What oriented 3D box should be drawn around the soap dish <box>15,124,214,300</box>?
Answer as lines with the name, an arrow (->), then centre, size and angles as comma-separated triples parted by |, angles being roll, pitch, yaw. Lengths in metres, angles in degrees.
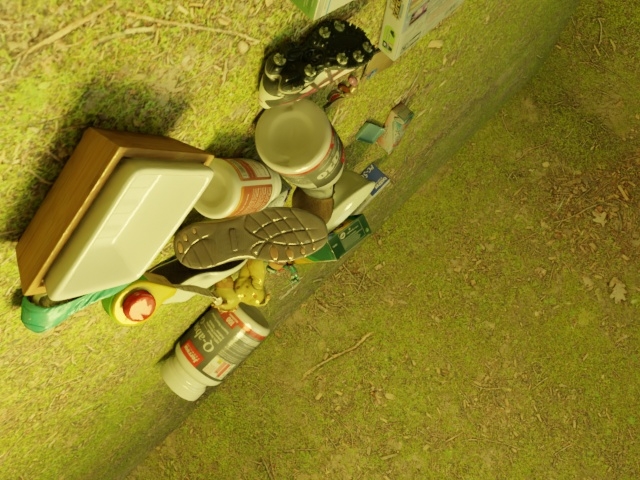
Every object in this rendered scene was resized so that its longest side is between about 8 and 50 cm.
soap dish -> -0.327, -0.048, 0.890 | 0.291, 0.118, 0.229 | -49, 168, 19

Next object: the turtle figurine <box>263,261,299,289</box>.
turtle figurine -> -0.149, 0.076, 1.951 | 0.175, 0.118, 0.234 | 9, 137, -23

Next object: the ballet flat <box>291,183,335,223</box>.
ballet flat -> 0.000, -0.157, 1.493 | 0.342, 0.116, 0.124 | -70, 178, -58

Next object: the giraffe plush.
giraffe plush -> -0.262, 0.153, 1.747 | 0.170, 0.210, 0.181 | -9, 158, -19

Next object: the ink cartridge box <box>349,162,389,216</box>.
ink cartridge box -> 0.159, -0.188, 2.131 | 0.207, 0.097, 0.046 | -46, 168, 0

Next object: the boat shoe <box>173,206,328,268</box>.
boat shoe -> -0.163, -0.017, 1.316 | 0.355, 0.132, 0.130 | -4, -169, -10

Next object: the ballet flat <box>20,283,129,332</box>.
ballet flat -> -0.437, 0.077, 1.040 | 0.247, 0.083, 0.087 | -38, 152, -40

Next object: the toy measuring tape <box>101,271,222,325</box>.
toy measuring tape -> -0.367, 0.138, 1.238 | 0.121, 0.121, 0.330 | -49, 143, 16

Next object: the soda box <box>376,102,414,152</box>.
soda box -> 0.251, -0.377, 1.885 | 0.058, 0.063, 0.183 | -40, 167, -24

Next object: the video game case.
video game case -> 0.253, -0.568, 1.248 | 0.269, 0.061, 0.244 | -43, 169, -13

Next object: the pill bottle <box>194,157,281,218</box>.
pill bottle -> -0.172, -0.115, 1.185 | 0.121, 0.121, 0.216 | -50, 167, 21

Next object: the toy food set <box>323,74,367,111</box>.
toy food set -> 0.058, -0.369, 1.369 | 0.122, 0.019, 0.078 | -32, 164, -21

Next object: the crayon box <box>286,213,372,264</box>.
crayon box -> 0.000, 0.000, 2.017 | 0.203, 0.083, 0.323 | -37, -163, -36

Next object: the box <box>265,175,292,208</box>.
box -> -0.156, -0.095, 1.428 | 0.137, 0.072, 0.126 | -35, 164, -40

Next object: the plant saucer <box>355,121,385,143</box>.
plant saucer -> 0.159, -0.346, 1.792 | 0.067, 0.018, 0.192 | -49, 167, 18

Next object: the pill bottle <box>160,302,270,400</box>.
pill bottle -> -0.368, 0.369, 1.942 | 0.363, 0.210, 0.210 | -46, 168, 2

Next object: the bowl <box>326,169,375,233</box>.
bowl -> 0.022, -0.125, 1.758 | 0.298, 0.134, 0.298 | -43, 173, -6

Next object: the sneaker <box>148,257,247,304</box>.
sneaker -> -0.321, 0.083, 1.423 | 0.290, 0.106, 0.123 | -21, 159, -37

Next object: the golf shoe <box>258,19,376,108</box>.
golf shoe -> -0.012, -0.341, 1.082 | 0.273, 0.105, 0.120 | -31, 178, -31

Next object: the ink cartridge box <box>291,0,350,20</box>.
ink cartridge box -> 0.049, -0.458, 0.918 | 0.209, 0.062, 0.109 | -39, 166, -30

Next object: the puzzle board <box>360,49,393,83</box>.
puzzle board -> 0.155, -0.458, 1.413 | 0.128, 0.011, 0.096 | -37, 167, -31

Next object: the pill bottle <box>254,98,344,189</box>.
pill bottle -> -0.032, -0.204, 1.260 | 0.161, 0.161, 0.283 | -46, 169, 5
